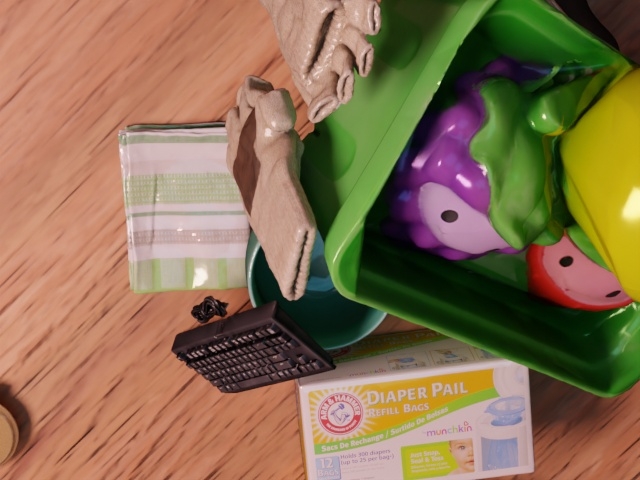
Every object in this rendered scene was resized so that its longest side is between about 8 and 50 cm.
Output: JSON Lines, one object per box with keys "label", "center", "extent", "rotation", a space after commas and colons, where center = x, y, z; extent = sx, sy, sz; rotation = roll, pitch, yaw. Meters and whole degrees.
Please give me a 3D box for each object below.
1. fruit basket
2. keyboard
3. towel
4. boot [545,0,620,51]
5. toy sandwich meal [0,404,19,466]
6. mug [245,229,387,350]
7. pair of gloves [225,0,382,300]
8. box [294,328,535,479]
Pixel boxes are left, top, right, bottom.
{"label": "fruit basket", "center": [0.208, -0.023, 0.973], "extent": [0.392, 0.392, 0.283], "rotation": [29, 101, -12]}
{"label": "keyboard", "center": [-0.072, 0.090, 1.134], "extent": [0.108, 0.180, 0.023], "rotation": [46, 57, -15]}
{"label": "towel", "center": [-0.117, -0.027, 1.164], "extent": [0.113, 0.023, 0.152], "rotation": [-2, 105, -4]}
{"label": "boot", "center": [0.217, -0.248, 1.111], "extent": [0.137, 0.077, 0.198], "rotation": [-45, 105, 2]}
{"label": "toy sandwich meal", "center": [-0.313, 0.171, 1.198], "extent": [0.085, 0.029, 0.085], "rotation": [-2, 110, -6]}
{"label": "mug", "center": [0.005, 0.008, 1.145], "extent": [0.129, 0.097, 0.158], "rotation": [29, 100, -11]}
{"label": "pair of gloves", "center": [-0.019, -0.102, 0.960], "extent": [0.042, 0.204, 0.240], "rotation": [0, 121, -20]}
{"label": "box", "center": [0.080, 0.150, 1.187], "extent": [0.203, 0.103, 0.114], "rotation": [-7, 106, -3]}
